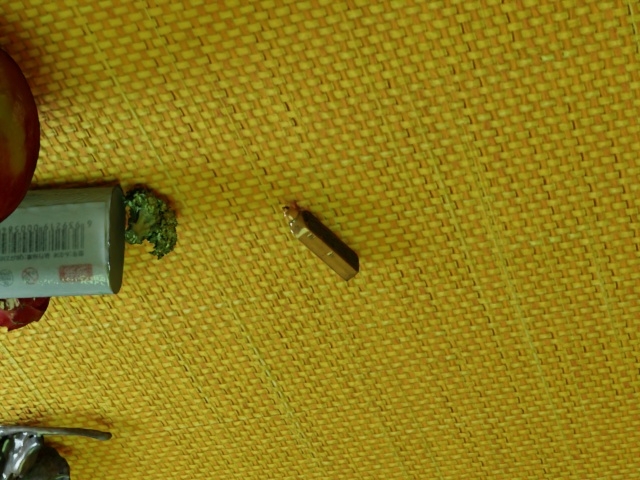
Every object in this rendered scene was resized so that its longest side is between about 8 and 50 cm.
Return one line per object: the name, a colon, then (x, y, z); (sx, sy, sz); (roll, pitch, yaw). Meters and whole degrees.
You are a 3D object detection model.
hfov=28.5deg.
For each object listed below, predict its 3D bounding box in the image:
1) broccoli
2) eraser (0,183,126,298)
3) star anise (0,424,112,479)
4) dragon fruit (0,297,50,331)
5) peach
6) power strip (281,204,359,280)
broccoli: (-0.271, -0.028, 1.971); (0.095, 0.092, 0.097); (22, 126, 21)
eraser: (-0.425, 0.002, 1.974); (0.226, 0.174, 0.081); (-3, 166, 11)
star anise: (-0.606, 0.437, 2.457); (0.359, 0.139, 0.316); (3, 144, -17)
dragon fruit: (-0.508, 0.085, 2.092); (0.136, 0.133, 0.166); (51, 123, 14)
peach: (-0.552, -0.138, 1.761); (0.307, 0.308, 0.332); (34, 127, -23)
power strip: (0.000, 0.000, 1.989); (0.028, 0.049, 0.178); (-33, 122, 27)
